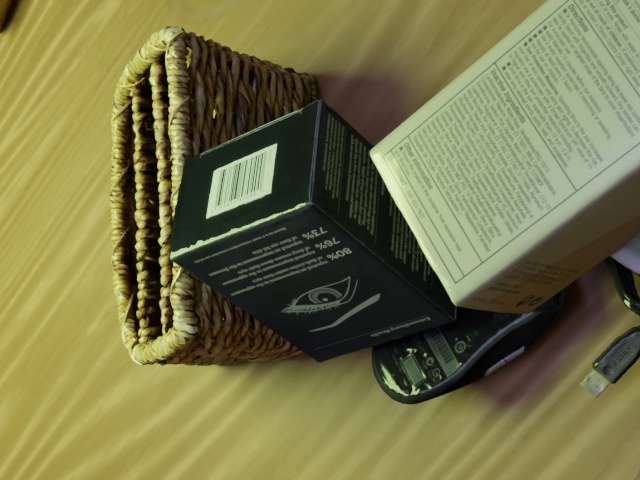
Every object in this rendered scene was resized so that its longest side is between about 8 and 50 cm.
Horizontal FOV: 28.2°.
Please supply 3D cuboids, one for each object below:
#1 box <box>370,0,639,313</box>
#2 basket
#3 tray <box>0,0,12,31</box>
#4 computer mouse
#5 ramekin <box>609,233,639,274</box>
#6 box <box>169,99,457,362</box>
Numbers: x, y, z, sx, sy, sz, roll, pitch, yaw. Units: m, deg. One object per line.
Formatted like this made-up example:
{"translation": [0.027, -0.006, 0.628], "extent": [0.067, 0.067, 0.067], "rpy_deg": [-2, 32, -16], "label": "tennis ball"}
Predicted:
{"translation": [0.203, -0.093, 0.887], "extent": [0.311, 0.121, 0.148], "rpy_deg": [-38, 64, 26], "label": "box"}
{"translation": [-0.140, -0.030, 1.229], "extent": [0.213, 0.223, 0.299], "rpy_deg": [-8, 80, 34], "label": "basket"}
{"translation": [-0.409, -0.476, 1.508], "extent": [0.203, 0.076, 0.411], "rpy_deg": [25, 101, 3], "label": "tray"}
{"translation": [0.177, 0.079, 1.089], "extent": [0.262, 0.060, 0.184], "rpy_deg": [-43, 54, 12], "label": "computer mouse"}
{"translation": [0.322, -0.094, 0.961], "extent": [0.277, 0.135, 0.277], "rpy_deg": [-5, 80, 35], "label": "ramekin"}
{"translation": [0.000, 0.000, 1.080], "extent": [0.153, 0.207, 0.108], "rpy_deg": [-20, 49, 32], "label": "box"}
